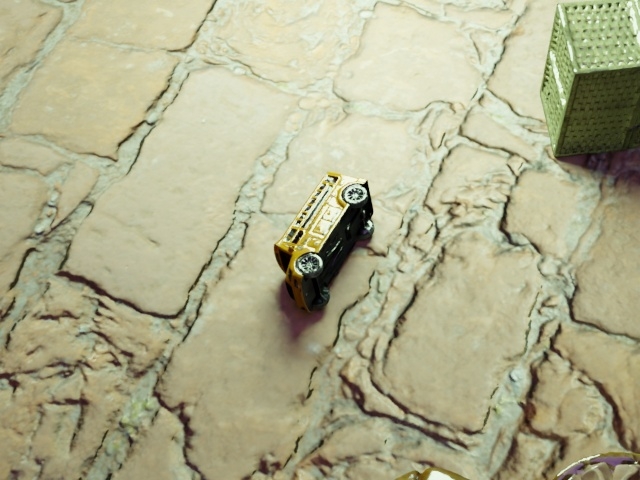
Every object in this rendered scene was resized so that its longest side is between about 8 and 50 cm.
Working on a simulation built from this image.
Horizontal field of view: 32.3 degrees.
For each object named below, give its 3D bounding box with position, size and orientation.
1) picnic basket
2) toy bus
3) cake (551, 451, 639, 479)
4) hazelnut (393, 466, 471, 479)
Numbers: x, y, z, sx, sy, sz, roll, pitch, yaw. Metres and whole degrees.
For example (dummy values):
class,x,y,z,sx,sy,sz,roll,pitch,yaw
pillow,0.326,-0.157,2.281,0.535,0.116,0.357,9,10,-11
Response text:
class,x,y,z,sx,sy,sz,roll,pitch,yaw
picnic basket,0.409,-0.232,1.573,0.154,0.196,0.134,-4,57,-1
toy bus,0.000,0.000,1.511,0.088,0.083,0.194,19,57,24
cake,0.348,0.324,1.238,0.208,0.178,0.185,13,58,7
hazelnut,0.117,0.367,1.231,0.212,0.181,0.181,-6,36,13
